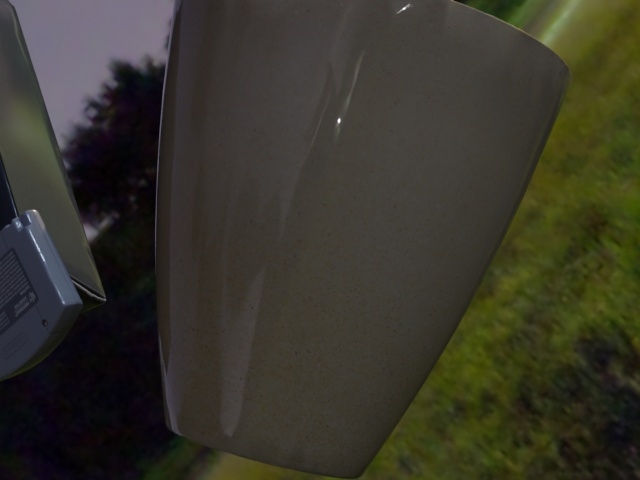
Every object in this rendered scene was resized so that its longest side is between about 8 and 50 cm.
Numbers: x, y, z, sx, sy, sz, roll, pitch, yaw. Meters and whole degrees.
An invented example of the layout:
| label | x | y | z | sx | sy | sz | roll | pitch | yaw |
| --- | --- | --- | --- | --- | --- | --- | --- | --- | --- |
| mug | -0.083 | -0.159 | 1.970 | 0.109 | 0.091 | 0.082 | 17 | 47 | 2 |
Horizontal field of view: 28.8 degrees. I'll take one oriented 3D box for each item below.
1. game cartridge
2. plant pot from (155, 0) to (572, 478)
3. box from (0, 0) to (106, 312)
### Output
| label | x | y | z | sx | sy | sz | roll | pitch | yaw |
| --- | --- | --- | --- | --- | --- | --- | --- | --- | --- |
| game cartridge | -0.140 | 0.030 | 0.558 | 0.083 | 0.056 | 0.017 | -37 | -18 | 36 |
| plant pot | 0.000 | 0.000 | 0.781 | 0.256 | 0.256 | 0.274 | 158 | 126 | -82 |
| box | -0.409 | -0.053 | 1.133 | 0.312 | 0.343 | 0.179 | -23 | -19 | 6 |
